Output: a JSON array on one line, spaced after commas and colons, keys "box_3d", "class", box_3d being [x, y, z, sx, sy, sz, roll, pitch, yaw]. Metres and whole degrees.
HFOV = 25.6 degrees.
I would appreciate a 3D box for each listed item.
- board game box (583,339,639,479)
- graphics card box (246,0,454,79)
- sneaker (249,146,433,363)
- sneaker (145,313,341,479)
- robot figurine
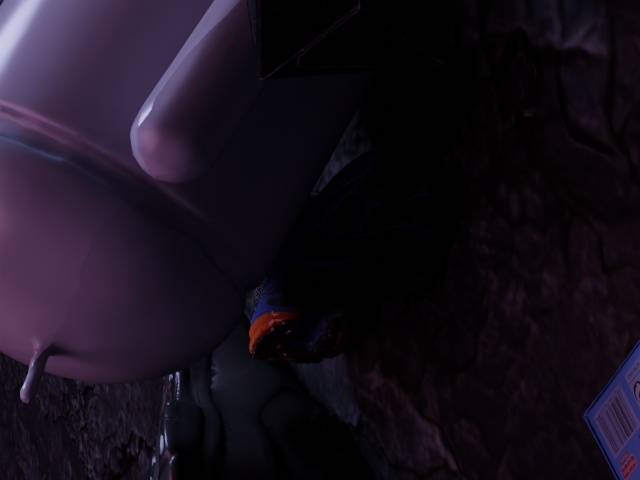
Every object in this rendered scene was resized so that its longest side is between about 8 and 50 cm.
[{"box_3d": [0.186, 0.109, 0.517, 0.160, 0.039, 0.211, 112, 144, -49], "class": "board game box"}, {"box_3d": [-0.007, -0.283, 0.635, 0.232, 0.094, 0.370, 93, 171, -52], "class": "graphics card box"}, {"box_3d": [0.000, 0.000, 0.864, 0.221, 0.083, 0.087, 129, 138, -54], "class": "sneaker"}, {"box_3d": [-0.052, 0.132, 0.985, 0.286, 0.130, 0.109, -96, 16, -67], "class": "sneaker"}, {"box_3d": [-0.095, -0.070, 0.784, 0.353, 0.200, 0.300, -62, 14, -17], "class": "robot figurine"}]
